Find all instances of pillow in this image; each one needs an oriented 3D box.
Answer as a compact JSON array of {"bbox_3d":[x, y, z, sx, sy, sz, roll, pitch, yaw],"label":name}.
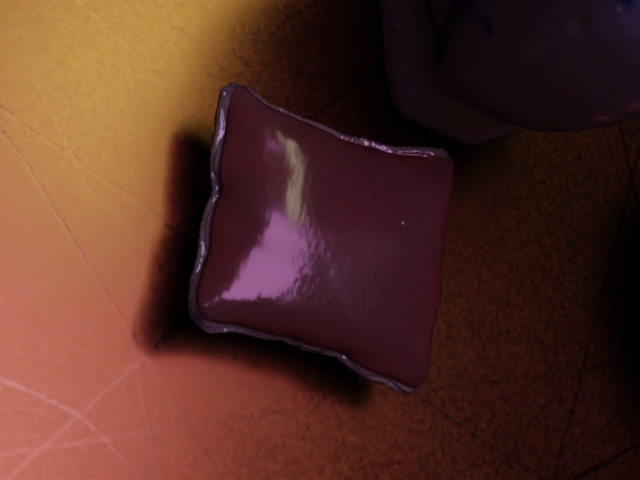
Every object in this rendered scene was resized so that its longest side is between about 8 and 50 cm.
[{"bbox_3d":[0.000,0.000,0.956,0.179,0.075,0.171,18,68,-26],"label":"pillow"}]

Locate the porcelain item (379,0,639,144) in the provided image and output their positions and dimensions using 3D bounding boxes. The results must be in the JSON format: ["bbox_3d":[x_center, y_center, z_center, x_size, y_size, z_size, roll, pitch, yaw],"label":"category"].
[{"bbox_3d":[0.198,-0.196,0.930,0.178,0.405,0.242,2,76,-28],"label":"porcelain item"}]
